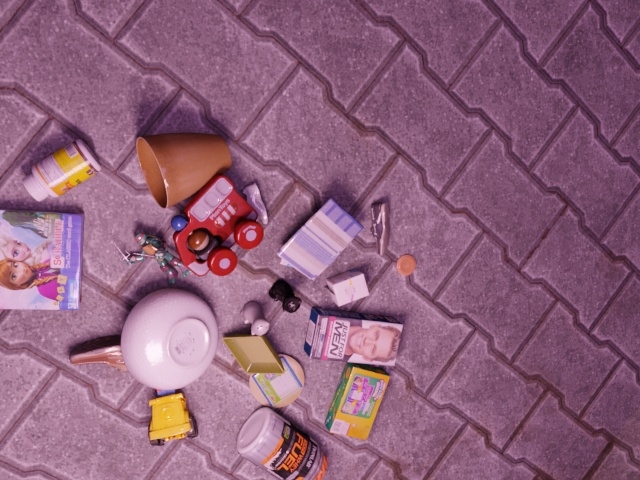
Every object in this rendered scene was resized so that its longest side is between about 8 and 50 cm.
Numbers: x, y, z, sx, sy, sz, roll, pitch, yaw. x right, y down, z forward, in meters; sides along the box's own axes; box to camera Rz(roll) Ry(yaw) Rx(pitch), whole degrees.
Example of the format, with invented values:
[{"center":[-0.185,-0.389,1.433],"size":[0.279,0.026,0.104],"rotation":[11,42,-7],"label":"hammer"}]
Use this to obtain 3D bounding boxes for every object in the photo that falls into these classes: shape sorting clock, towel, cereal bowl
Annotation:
[{"center":[-0.164,0.526,2.032],"size":[0.207,0.040,0.206],"rotation":[-1,93,-13],"label":"shape sorting clock"},{"center":[0.000,0.000,1.946],"size":[0.285,0.034,0.209],"rotation":[-46,127,7],"label":"towel"},{"center":[-0.469,0.329,1.783],"size":[0.339,0.141,0.338],"rotation":[-1,91,-47],"label":"cereal bowl"}]

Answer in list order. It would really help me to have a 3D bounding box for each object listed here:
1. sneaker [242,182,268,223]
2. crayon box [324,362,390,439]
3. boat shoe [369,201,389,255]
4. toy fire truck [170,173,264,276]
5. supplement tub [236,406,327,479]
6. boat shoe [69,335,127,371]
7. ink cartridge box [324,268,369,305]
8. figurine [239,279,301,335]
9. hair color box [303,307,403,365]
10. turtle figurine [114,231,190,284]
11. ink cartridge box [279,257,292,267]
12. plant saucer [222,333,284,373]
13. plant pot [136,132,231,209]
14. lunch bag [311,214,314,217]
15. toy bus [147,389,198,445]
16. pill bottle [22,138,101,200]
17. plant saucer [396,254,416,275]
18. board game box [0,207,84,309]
[{"center":[-0.227,-0.125,1.909],"size":[0.061,0.053,0.152],"rotation":[-22,98,-3],"label":"sneaker"},{"center":[0.143,0.625,2.118],"size":[0.166,0.081,0.278],"rotation":[19,93,-19],"label":"crayon box"},{"center":[0.222,-0.045,2.059],"size":[0.065,0.075,0.205],"rotation":[6,106,26],"label":"boat shoe"},{"center":[-0.356,-0.042,1.781],"size":[0.302,0.169,0.254],"rotation":[-46,127,-6],"label":"toy fire truck"},{"center":[-0.137,0.777,2.000],"size":[0.316,0.193,0.193],"rotation":[41,86,-19],"label":"supplement tub"},{"center":[-0.669,0.387,1.821],"size":[0.325,0.123,0.116],"rotation":[-7,103,-14],"label":"boat shoe"},{"center":[0.092,0.178,2.027],"size":[0.143,0.092,0.089],"rotation":[-20,104,-11],"label":"ink cartridge box"},{"center":[-0.172,0.245,1.896],"size":[0.215,0.209,0.092],"rotation":[-36,106,-8],"label":"figurine"},{"center":[0.125,0.368,2.060],"size":[0.348,0.105,0.173],"rotation":[9,96,-18],"label":"hair color box"},{"center":[-0.549,0.046,1.791],"size":[0.234,0.175,0.118],"rotation":[42,54,-28],"label":"turtle figurine"},{"center":[-0.114,0.051,1.978],"size":[0.048,0.028,0.083],"rotation":[20,93,-20],"label":"ink cartridge box"},{"center":[-0.232,0.397,1.933],"size":[0.188,0.188,0.045],"rotation":[62,39,-26],"label":"plant saucer"},{"center":[-0.426,-0.251,1.751],"size":[0.255,0.237,0.236],"rotation":[-22,105,-27],"label":"plant pot"},{"center":[0.018,-0.073,1.975],"size":[0.084,0.071,0.053],"rotation":[-14,104,-15],"label":"lunch bag"},{"center":[-0.520,0.594,1.881],"size":[0.150,0.220,0.211],"rotation":[-12,69,-10],"label":"toy bus"},{"center":[-0.806,-0.214,1.683],"size":[0.215,0.117,0.117],"rotation":[-34,106,-9],"label":"pill bottle"},{"center":[0.338,0.098,2.129],"size":[0.084,0.013,0.083],"rotation":[-2,99,-16],"label":"plant saucer"},{"center":[-0.928,0.060,1.717],"size":[0.318,0.066,0.318],"rotation":[2,98,-17],"label":"board game box"}]
